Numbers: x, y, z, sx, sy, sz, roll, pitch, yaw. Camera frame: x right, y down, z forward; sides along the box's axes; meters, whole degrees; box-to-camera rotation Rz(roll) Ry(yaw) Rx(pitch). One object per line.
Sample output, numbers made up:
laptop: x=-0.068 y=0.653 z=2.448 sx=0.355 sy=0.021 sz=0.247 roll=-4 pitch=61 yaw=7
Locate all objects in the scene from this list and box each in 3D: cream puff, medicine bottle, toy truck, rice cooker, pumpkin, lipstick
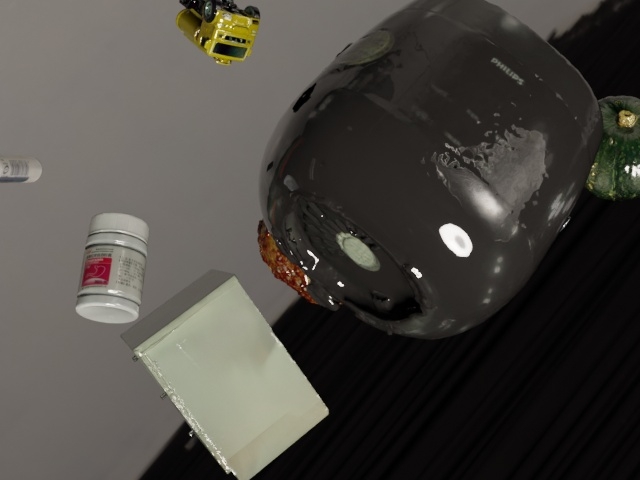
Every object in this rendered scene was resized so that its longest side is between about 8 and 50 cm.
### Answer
cream puff: x=0.000 y=0.000 z=0.975 sx=0.149 sy=0.149 sz=0.084 roll=40 pitch=-170 yaw=3
medicine bottle: x=-0.192 y=0.026 z=0.840 sx=0.058 sy=0.091 sz=0.058 roll=3 pitch=157 yaw=1
toy truck: x=-0.093 y=-0.195 z=0.809 sx=0.049 sy=0.054 sz=0.083 roll=3 pitch=-150 yaw=-38
rice cooker: x=0.084 y=-0.051 z=0.757 sx=0.267 sy=0.224 sz=0.267 roll=31 pitch=156 yaw=16
pumpkin: x=0.490 y=-0.153 z=1.477 sx=0.190 sy=0.190 sz=0.146 roll=29 pitch=150 yaw=52
lipstick: x=-0.431 y=-0.099 z=1.251 sx=0.040 sy=0.040 sz=0.141 roll=40 pitch=-173 yaw=1

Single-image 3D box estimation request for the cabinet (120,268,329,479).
cabinet: x=-0.122 y=0.164 z=1.111 sx=0.206 sy=0.150 sz=0.145 roll=56 pitch=165 yaw=-11
